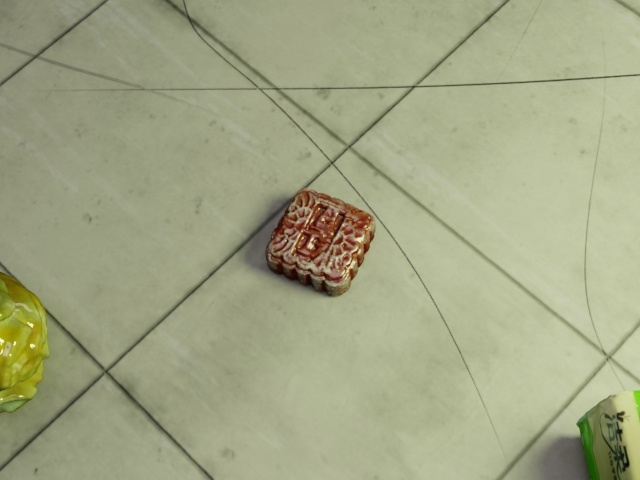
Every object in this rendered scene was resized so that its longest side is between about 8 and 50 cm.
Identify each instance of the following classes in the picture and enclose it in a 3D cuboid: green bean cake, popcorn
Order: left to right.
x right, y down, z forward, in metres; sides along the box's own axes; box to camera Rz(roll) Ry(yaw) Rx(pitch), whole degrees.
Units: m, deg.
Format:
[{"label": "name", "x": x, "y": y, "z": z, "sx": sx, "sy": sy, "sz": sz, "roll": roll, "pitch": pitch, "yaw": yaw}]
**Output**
[{"label": "popcorn", "x": -0.499, "y": 0.132, "z": 1.390, "sx": 0.276, "sy": 0.276, "sz": 0.225, "roll": 25, "pitch": 105, "yaw": 14}, {"label": "green bean cake", "x": 0.000, "y": 0.000, "z": 1.505, "sx": 0.136, "sy": 0.056, "sz": 0.135, "roll": 22, "pitch": 69, "yaw": 13}]

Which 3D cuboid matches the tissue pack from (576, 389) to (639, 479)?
[{"label": "tissue pack", "x": 0.517, "y": 0.373, "z": 1.218, "sx": 0.332, "sy": 0.205, "sz": 0.405, "roll": -5, "pitch": 66, "yaw": -3}]
